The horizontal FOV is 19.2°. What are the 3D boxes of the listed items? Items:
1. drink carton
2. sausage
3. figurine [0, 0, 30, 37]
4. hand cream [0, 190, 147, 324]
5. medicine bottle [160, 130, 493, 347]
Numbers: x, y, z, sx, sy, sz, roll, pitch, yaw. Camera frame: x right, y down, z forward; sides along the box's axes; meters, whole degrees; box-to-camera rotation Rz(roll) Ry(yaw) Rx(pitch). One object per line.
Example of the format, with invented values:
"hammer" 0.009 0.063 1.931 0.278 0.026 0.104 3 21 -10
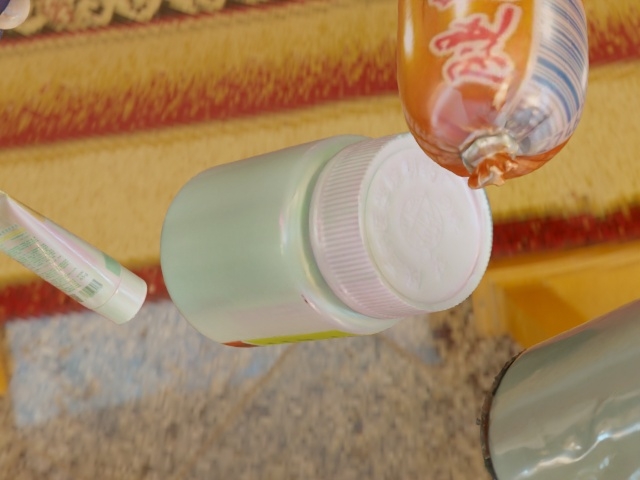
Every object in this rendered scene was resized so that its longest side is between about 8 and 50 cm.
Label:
"drink carton" 0.214 0.099 1.058 0.185 0.191 0.189 46 131 -11
"sausage" 0.064 -0.102 0.711 0.071 0.234 0.071 1 134 2
"figurine" -0.187 -0.112 0.938 0.111 0.102 0.195 6 79 -13
"hand cream" -0.227 0.012 1.613 0.174 0.047 0.076 34 142 -30
"medicine bottle" 0.000 0.000 1.324 0.225 0.139 0.139 -11 122 51
